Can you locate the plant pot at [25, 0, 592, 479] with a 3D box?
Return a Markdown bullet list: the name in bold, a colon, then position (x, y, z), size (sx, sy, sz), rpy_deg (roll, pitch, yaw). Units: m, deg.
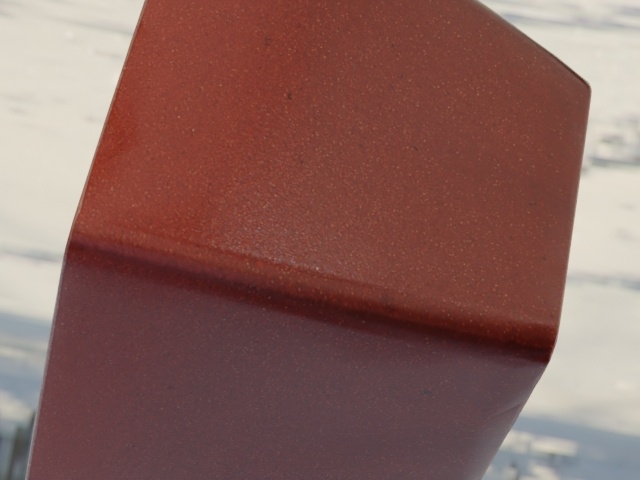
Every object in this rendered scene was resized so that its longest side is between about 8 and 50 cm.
- **plant pot**: position (0.000, 0.000, 1.039), size (0.235, 0.267, 0.267), rpy_deg (15, 144, -3)
